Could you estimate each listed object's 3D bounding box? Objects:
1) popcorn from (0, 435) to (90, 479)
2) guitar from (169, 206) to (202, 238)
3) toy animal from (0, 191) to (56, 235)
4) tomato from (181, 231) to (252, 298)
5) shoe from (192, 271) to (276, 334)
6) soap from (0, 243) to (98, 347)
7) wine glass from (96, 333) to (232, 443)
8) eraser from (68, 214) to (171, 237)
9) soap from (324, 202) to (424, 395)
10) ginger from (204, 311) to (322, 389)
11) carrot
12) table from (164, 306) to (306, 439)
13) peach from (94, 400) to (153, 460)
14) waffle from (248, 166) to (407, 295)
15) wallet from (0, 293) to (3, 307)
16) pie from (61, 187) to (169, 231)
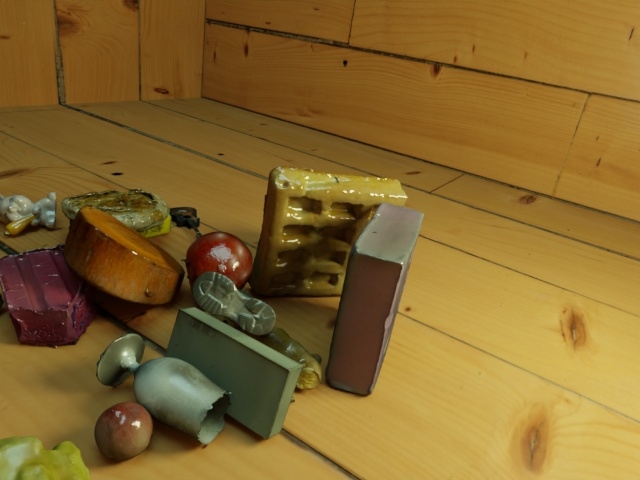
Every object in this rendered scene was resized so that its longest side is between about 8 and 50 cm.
[{"bbox_3d":[-0.322,0.318,0.471,0.255,0.194,0.256,3,23,9],"label":"popcorn"},{"bbox_3d":[-0.384,-0.046,1.431,0.088,0.025,0.233,-6,29,-31],"label":"guitar"},{"bbox_3d":[-0.806,-0.069,1.283,0.182,0.130,0.127,4,-8,-28],"label":"toy animal"},{"bbox_3d":[-0.225,0.061,1.076,0.168,0.167,0.167,8,24,-4],"label":"tomato"},{"bbox_3d":[-0.160,0.123,0.913,0.169,0.071,0.099,30,-12,5],"label":"shoe"},{"bbox_3d":[-0.535,0.105,0.955,0.162,0.099,0.250,-9,30,-36],"label":"soap"},{"bbox_3d":[-0.248,0.236,0.775,0.222,0.103,0.103,22,27,25],"label":"wine glass"},{"bbox_3d":[-0.547,-0.052,1.334,0.158,0.069,0.226,25,29,35],"label":"eraser"},{"bbox_3d":[0.107,0.103,0.956,0.107,0.295,0.285,15,27,13],"label":"soap"},{"bbox_3d":[-0.110,0.198,0.947,0.299,0.065,0.118,29,27,33],"label":"ginger"},{"bbox_3d":[-0.408,0.032,1.042,0.259,0.100,0.307,36,3,1],"label":"carrot"},{"bbox_3d":[-0.140,0.216,0.838,0.240,0.121,0.111,22,7,26],"label":"table"},{"bbox_3d":[-0.284,0.274,0.702,0.083,0.083,0.083,8,24,-4],"label":"peach"},{"bbox_3d":[0.000,-0.001,1.106,0.305,0.348,0.077,1,39,-20],"label":"waffle"},{"bbox_3d":[-0.677,0.144,0.892,0.118,0.038,0.152,6,28,-2],"label":"wallet"},{"bbox_3d":[-0.527,-0.085,1.265,0.275,0.055,0.274,9,20,-3],"label":"pie"}]
